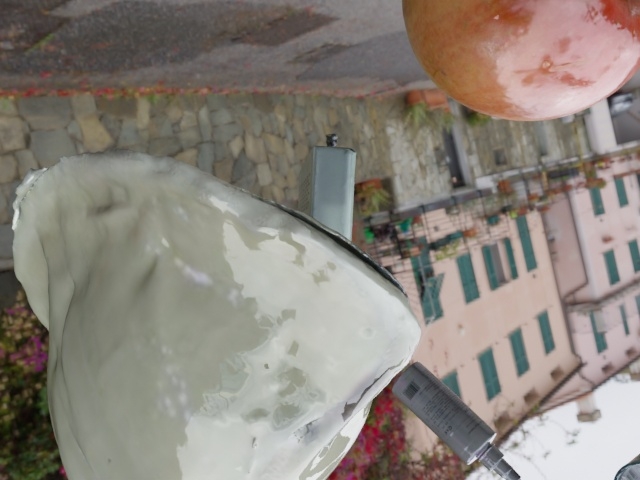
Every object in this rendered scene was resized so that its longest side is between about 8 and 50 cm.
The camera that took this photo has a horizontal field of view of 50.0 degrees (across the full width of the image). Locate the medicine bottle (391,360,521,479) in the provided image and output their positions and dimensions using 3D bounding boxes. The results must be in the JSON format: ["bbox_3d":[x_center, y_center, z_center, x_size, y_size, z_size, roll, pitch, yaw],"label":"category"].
[{"bbox_3d":[0.180,0.241,0.878,0.057,0.199,0.058,-39,154,-23],"label":"medicine bottle"}]

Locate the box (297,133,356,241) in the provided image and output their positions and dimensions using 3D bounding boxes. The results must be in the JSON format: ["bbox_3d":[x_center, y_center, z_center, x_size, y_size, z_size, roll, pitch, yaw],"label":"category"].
[{"bbox_3d":[0.000,0.000,0.757,0.045,0.211,0.270,3,179,-5],"label":"box"}]

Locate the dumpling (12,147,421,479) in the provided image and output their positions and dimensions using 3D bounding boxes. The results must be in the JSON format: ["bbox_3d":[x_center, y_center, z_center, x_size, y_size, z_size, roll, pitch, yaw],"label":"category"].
[{"bbox_3d":[-0.116,0.077,0.515,0.395,0.315,0.233,-37,-167,50],"label":"dumpling"}]

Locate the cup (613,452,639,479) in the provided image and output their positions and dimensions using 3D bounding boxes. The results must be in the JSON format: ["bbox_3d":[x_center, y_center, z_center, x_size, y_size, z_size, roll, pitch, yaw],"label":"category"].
[{"bbox_3d":[0.546,0.352,0.990,0.173,0.300,0.167,-21,-178,-31],"label":"cup"}]

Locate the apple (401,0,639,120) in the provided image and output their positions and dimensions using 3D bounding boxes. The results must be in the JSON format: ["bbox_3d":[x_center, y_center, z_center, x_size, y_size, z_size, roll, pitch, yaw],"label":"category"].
[{"bbox_3d":[0.284,-0.344,0.960,0.363,0.364,0.364,-13,-179,0],"label":"apple"}]
